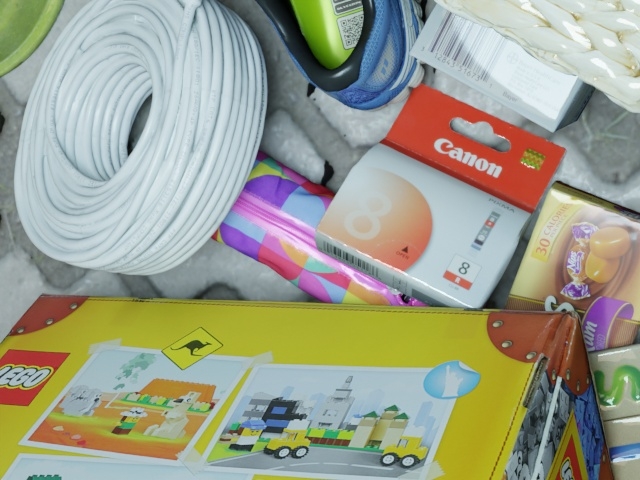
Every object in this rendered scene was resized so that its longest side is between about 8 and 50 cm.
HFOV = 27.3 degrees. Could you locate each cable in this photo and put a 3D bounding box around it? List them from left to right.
[{"bbox_3d":[-0.156,-0.097,1.108,0.257,0.089,0.257,-15,67,41],"label":"cable"}]

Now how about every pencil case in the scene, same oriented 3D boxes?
[{"bbox_3d":[0.000,0.000,1.119,0.236,0.104,0.104,28,107,13],"label":"pencil case"}]

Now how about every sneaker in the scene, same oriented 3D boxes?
[{"bbox_3d":[-0.009,-0.265,1.048,0.129,0.147,0.330,-21,88,20],"label":"sneaker"}]

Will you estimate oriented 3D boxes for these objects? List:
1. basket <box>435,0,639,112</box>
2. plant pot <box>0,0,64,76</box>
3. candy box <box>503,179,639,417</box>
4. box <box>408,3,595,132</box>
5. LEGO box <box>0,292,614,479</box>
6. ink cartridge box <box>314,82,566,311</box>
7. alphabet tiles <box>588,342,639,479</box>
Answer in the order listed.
[{"bbox_3d":[0.194,-0.270,0.868,0.331,0.328,0.266,33,112,23],"label":"basket"},{"bbox_3d":[-0.394,-0.260,1.122,0.276,0.254,0.276,3,100,19],"label":"plant pot"},{"bbox_3d":[0.208,0.057,1.083,0.109,0.053,0.187,22,104,11],"label":"candy box"},{"bbox_3d":[0.153,-0.147,1.020,0.126,0.137,0.072,31,106,11],"label":"box"},{"bbox_3d":[-0.078,0.227,0.981,0.500,0.372,0.193,1,126,28],"label":"LEGO box"},{"bbox_3d":[0.100,-0.039,1.058,0.145,0.045,0.179,26,72,13],"label":"ink cartridge box"},{"bbox_3d":[0.347,0.206,1.047,0.342,0.011,0.285,-12,98,14],"label":"alphabet tiles"}]
